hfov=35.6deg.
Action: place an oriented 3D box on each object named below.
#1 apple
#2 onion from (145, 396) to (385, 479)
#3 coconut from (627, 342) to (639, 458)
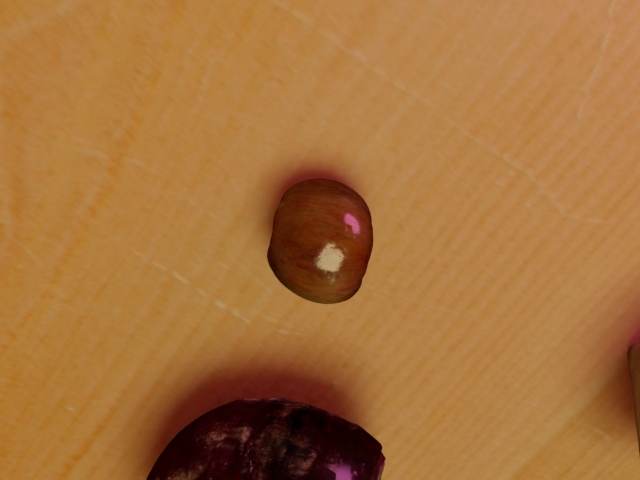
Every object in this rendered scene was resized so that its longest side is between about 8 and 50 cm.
[{"bbox_3d":[0.000,0.003,1.003,0.102,0.126,0.126,10,118,-2],"label":"apple"},{"bbox_3d":[-0.079,0.335,1.097,0.260,0.281,0.336,13,128,5],"label":"onion"},{"bbox_3d":[0.490,0.209,1.129,0.329,0.328,0.328,-5,120,-8],"label":"coconut"}]
